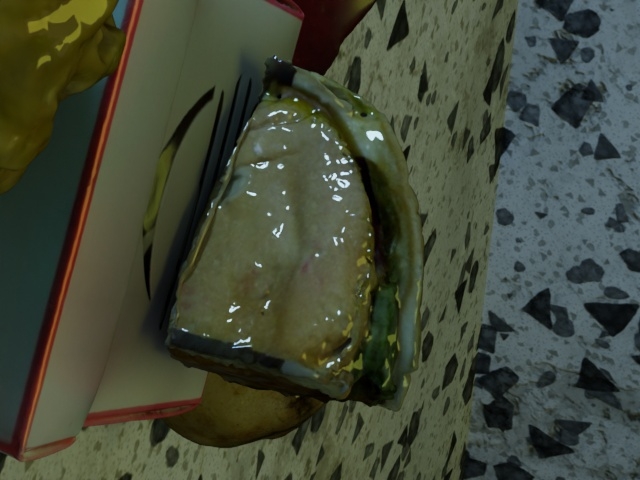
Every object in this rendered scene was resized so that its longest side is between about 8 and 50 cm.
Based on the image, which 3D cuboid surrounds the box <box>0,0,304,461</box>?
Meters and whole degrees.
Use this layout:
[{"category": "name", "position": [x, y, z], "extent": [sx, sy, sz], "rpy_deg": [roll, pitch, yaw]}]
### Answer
[{"category": "box", "position": [-0.220, -0.063, 1.056], "extent": [0.300, 0.312, 0.314], "rpy_deg": [9, 97, -73]}]

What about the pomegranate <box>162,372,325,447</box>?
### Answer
[{"category": "pomegranate", "position": [-0.079, 0.090, 1.713], "extent": [0.260, 0.260, 0.260], "rpy_deg": [15, 90, -71]}]

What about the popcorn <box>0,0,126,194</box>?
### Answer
[{"category": "popcorn", "position": [-0.176, -0.110, 0.764], "extent": [0.253, 0.191, 0.190], "rpy_deg": [118, -47, -81]}]

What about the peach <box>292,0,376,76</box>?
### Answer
[{"category": "peach", "position": [-0.031, -0.287, 1.616], "extent": [0.361, 0.201, 0.258], "rpy_deg": [-59, -169, -4]}]

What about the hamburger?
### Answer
[{"category": "hamburger", "position": [0.000, 0.000, 1.050], "extent": [0.135, 0.155, 0.207], "rpy_deg": [67, 34, -74]}]
